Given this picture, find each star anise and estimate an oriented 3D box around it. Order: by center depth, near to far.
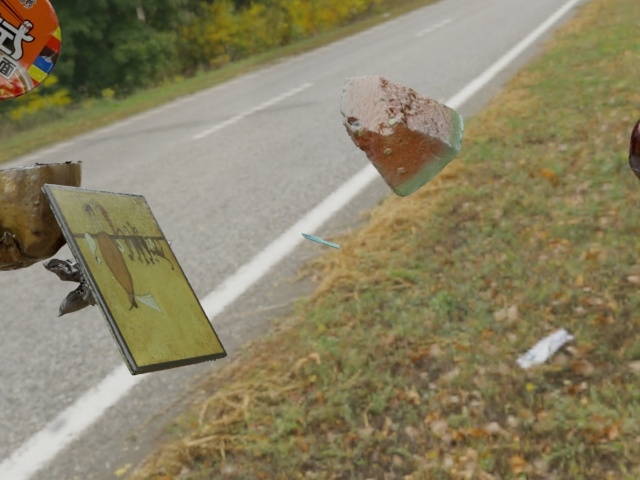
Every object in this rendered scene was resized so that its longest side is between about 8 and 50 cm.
[{"bbox_3d":[-0.389,0.068,1.657,0.282,0.212,0.129,18,-39,-28],"label":"star anise"}]

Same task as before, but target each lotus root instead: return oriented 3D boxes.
[{"bbox_3d":[-0.547,-0.044,1.508,0.272,0.192,0.272,-5,-2,0],"label":"lotus root"}]

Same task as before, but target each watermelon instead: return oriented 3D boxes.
[{"bbox_3d":[0.149,-0.227,1.681,0.139,0.256,0.193,-30,34,42],"label":"watermelon"}]

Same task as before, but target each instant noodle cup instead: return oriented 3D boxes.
[{"bbox_3d":[-0.644,-0.385,1.668,0.250,0.251,0.192,-17,7,-20],"label":"instant noodle cup"}]

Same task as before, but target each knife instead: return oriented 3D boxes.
[{"bbox_3d":[0.000,0.000,1.834,0.091,0.005,0.014,18,51,-18],"label":"knife"}]

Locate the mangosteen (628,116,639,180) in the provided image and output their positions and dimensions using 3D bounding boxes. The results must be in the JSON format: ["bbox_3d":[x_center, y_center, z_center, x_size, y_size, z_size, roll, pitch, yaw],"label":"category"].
[{"bbox_3d":[0.551,-0.141,1.280,0.145,0.156,0.181,14,10,-15],"label":"mangosteen"}]

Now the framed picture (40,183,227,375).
[{"bbox_3d":[-0.297,0.057,1.391,0.014,0.339,0.255,-35,-16,21],"label":"framed picture"}]
